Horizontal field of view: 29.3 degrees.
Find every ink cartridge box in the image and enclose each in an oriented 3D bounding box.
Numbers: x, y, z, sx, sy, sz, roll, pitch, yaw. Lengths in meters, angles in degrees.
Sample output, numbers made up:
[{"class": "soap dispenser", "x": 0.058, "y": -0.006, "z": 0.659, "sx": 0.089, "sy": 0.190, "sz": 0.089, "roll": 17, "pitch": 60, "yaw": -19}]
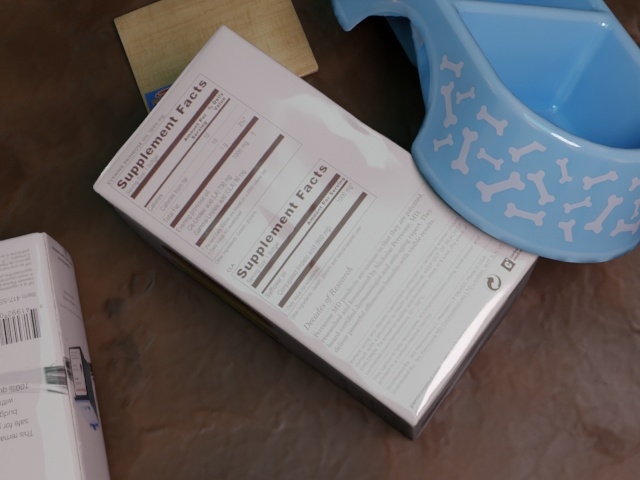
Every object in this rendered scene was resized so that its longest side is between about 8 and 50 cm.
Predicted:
[{"class": "ink cartridge box", "x": -0.224, "y": 0.106, "z": 0.809, "sx": 0.139, "sy": 0.082, "sz": 0.191, "roll": -13, "pitch": 76, "yaw": 2}]

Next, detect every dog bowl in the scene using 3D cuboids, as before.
[{"class": "dog bowl", "x": 0.118, "y": -0.119, "z": 0.773, "sx": 0.166, "sy": 0.074, "sz": 0.297, "roll": -1, "pitch": 48, "yaw": -29}]

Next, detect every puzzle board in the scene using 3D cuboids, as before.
[{"class": "puzzle board", "x": -0.077, "y": -0.143, "z": 0.898, "sx": 0.128, "sy": 0.011, "sz": 0.096, "roll": -22, "pitch": 76, "yaw": 0}]

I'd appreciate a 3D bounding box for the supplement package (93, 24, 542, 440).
[{"class": "supplement package", "x": 0.000, "y": 0.000, "z": 0.786, "sx": 0.244, "sy": 0.139, "sz": 0.134, "roll": 35, "pitch": 82, "yaw": 12}]
